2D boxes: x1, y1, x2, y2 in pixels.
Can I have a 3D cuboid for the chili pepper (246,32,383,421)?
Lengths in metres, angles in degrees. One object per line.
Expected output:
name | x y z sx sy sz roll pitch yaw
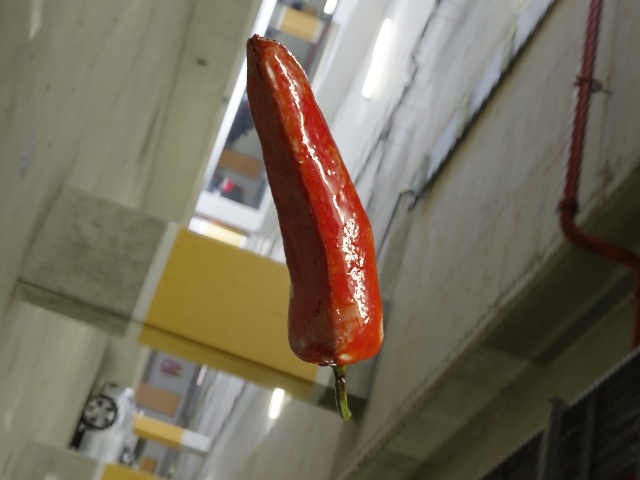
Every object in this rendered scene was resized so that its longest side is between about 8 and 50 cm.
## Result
chili pepper | 0.000 0.000 0.644 0.071 0.063 0.272 -101 179 -63
